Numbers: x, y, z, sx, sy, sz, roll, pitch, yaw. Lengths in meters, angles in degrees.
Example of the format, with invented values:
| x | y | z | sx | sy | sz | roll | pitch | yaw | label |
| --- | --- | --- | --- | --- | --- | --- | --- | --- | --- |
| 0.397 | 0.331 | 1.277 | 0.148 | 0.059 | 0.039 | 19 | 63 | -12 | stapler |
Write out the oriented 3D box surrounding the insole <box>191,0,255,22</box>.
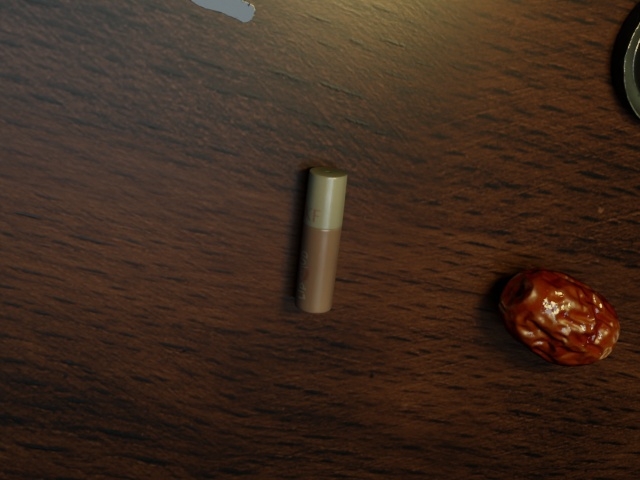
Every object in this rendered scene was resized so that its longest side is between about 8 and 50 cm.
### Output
| x | y | z | sx | sy | sz | roll | pitch | yaw | label |
| --- | --- | --- | --- | --- | --- | --- | --- | --- | --- |
| -0.167 | -0.390 | 1.655 | 0.135 | 0.002 | 0.045 | 20 | 104 | -24 | insole |

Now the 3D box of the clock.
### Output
| x | y | z | sx | sy | sz | roll | pitch | yaw | label |
| --- | --- | --- | --- | --- | --- | --- | --- | --- | --- |
| 0.677 | -0.342 | 1.925 | 0.280 | 0.055 | 0.280 | -6 | 112 | -16 | clock |

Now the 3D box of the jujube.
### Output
| x | y | z | sx | sy | sz | roll | pitch | yaw | label |
| --- | --- | --- | --- | --- | --- | --- | --- | --- | --- |
| 0.459 | 0.151 | 1.979 | 0.250 | 0.174 | 0.174 | 28 | 99 | -29 | jujube |

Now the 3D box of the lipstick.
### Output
| x | y | z | sx | sy | sz | roll | pitch | yaw | label |
| --- | --- | --- | --- | --- | --- | --- | --- | --- | --- |
| 0.000 | 0.000 | 1.822 | 0.070 | 0.070 | 0.254 | 0 | 110 | -18 | lipstick |
